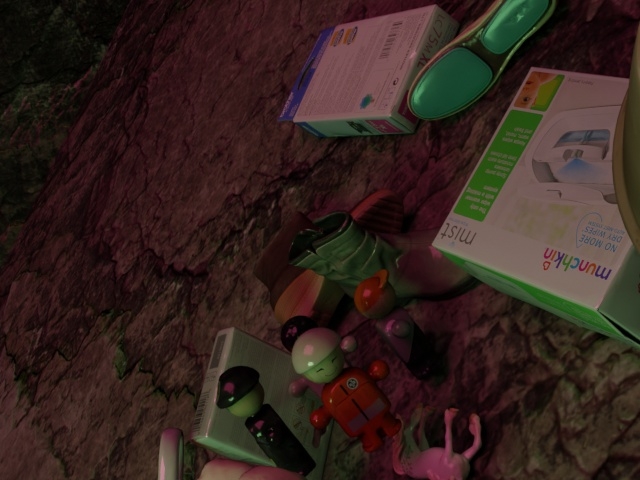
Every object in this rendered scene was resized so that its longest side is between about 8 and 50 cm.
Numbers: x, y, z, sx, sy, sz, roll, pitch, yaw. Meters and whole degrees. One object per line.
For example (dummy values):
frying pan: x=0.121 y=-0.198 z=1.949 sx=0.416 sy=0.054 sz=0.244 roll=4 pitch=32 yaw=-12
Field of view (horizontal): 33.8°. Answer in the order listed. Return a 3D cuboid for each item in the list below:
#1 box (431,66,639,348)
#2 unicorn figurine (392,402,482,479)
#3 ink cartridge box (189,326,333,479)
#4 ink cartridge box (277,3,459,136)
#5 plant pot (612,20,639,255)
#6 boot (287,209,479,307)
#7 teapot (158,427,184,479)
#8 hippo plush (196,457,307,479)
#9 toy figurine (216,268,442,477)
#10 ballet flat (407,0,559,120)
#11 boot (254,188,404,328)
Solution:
box: x=0.277 y=-0.036 z=1.059 sx=0.231 sy=0.126 sz=0.262 roll=-59 pitch=32 yaw=-3
unicorn figurine: x=0.127 y=0.233 z=1.120 sx=0.162 sy=0.060 sz=0.111 roll=164 pitch=122 yaw=-68
ink cartridge box: x=-0.064 y=0.205 z=1.292 sx=0.045 sy=0.179 sz=0.145 roll=-19 pitch=49 yaw=45
ink cartridge box: x=0.066 y=-0.252 z=1.616 sx=0.311 sy=0.065 sz=0.186 roll=7 pitch=70 yaw=55
plant pot: x=0.346 y=-0.094 z=0.741 sx=0.323 sy=0.280 sz=0.323 roll=-8 pitch=72 yaw=27
boot: x=0.081 y=0.012 z=1.265 sx=0.246 sy=0.161 sz=0.083 roll=-27 pitch=44 yaw=42
teapot: x=-0.178 y=0.394 z=1.244 sx=0.256 sy=0.252 sz=0.187 roll=-43 pitch=14 yaw=7
hippo plush: x=-0.039 y=0.360 z=1.049 sx=0.294 sy=0.234 sz=0.237 roll=-17 pitch=55 yaw=60
toy figurine: x=0.009 y=0.149 z=1.199 sx=0.213 sy=0.148 sz=0.209 roll=-32 pitch=9 yaw=42
ballet flat: x=0.217 y=-0.255 z=1.396 sx=0.248 sy=0.086 sz=0.086 roll=-40 pitch=35 yaw=26
boot: x=0.000 y=0.000 z=1.464 sx=0.248 sy=0.090 sz=0.207 roll=-56 pitch=32 yaw=13
